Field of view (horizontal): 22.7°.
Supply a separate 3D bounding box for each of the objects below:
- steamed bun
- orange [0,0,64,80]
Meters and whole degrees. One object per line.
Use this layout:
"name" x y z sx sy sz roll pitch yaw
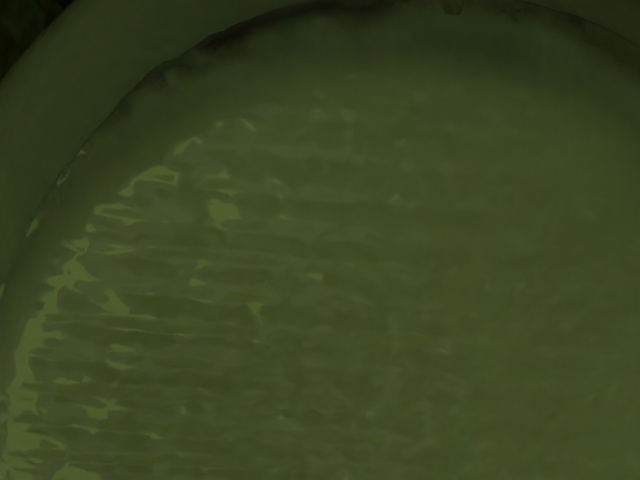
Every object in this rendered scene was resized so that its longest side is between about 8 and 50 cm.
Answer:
"steamed bun" 0.009 0.018 0.730 0.374 0.241 0.374 -7 119 -13
"orange" -0.267 -0.010 0.802 0.270 0.210 0.369 7 143 -28
